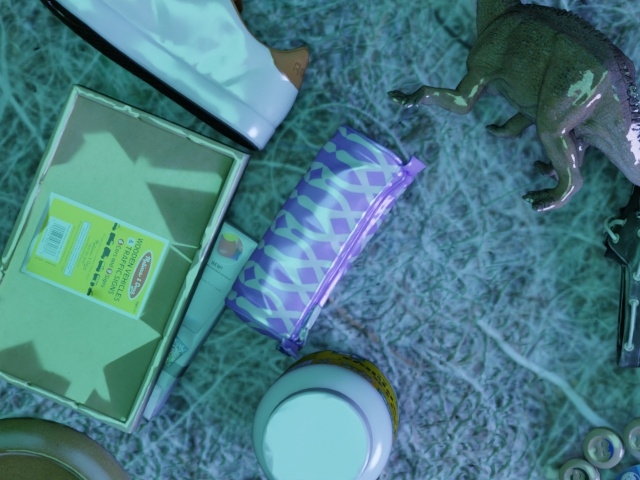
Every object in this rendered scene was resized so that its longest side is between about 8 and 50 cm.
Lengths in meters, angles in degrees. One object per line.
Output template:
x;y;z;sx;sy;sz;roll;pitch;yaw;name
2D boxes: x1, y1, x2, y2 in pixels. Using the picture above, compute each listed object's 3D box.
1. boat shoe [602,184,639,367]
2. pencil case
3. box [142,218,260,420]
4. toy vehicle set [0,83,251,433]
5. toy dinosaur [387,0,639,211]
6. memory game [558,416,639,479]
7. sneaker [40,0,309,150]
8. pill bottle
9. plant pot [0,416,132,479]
0.280;0.003;1.652;0.070;0.078;0.219;-2;93;4;boat shoe
0.000;0.000;1.663;0.088;0.086;0.206;31;90;46;pencil case
-0.159;0.043;1.711;0.145;0.038;0.186;33;95;3;box
-0.189;0.015;1.676;0.166;0.035;0.267;23;93;4;toy vehicle set
0.197;-0.152;1.596;0.295;0.127;0.200;41;115;23;toy dinosaur
0.288;0.243;1.659;0.186;0.012;0.186;5;101;26;memory game
-0.140;-0.206;1.679;0.290;0.106;0.123;34;85;-5;sneaker
0.005;0.158;1.615;0.117;0.208;0.118;0;92;5;pill bottle
-0.272;0.279;1.733;0.236;0.032;0.236;0;91;5;plant pot
